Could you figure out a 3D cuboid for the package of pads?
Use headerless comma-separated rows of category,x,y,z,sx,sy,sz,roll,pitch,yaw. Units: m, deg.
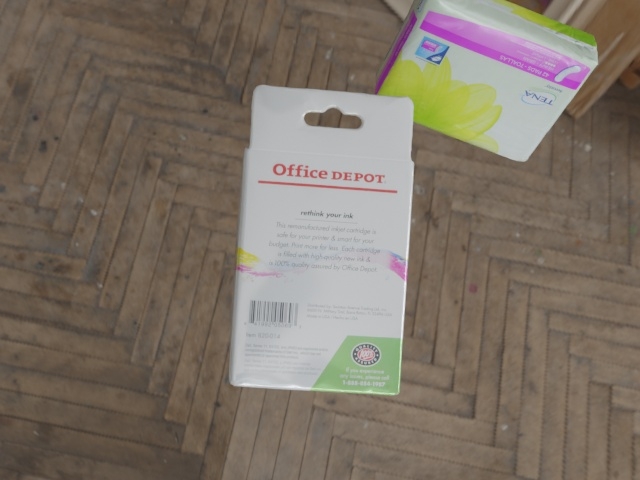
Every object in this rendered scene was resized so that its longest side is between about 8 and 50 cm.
package of pads,0.254,-0.265,1.305,0.296,0.229,0.101,18,45,-11

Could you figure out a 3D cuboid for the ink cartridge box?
ink cartridge box,0.000,0.000,1.007,0.207,0.119,0.354,4,90,-5
